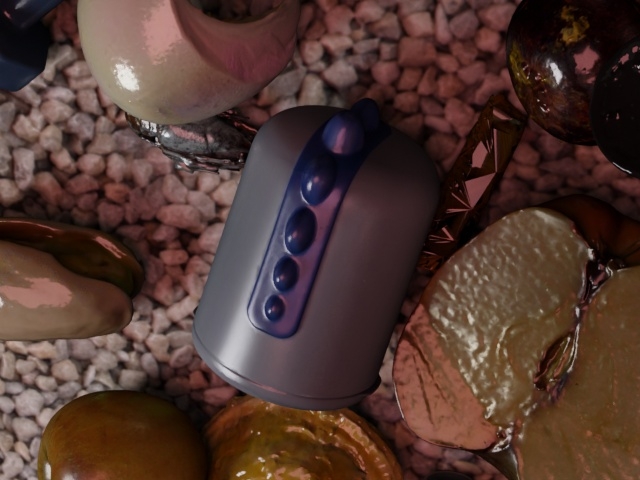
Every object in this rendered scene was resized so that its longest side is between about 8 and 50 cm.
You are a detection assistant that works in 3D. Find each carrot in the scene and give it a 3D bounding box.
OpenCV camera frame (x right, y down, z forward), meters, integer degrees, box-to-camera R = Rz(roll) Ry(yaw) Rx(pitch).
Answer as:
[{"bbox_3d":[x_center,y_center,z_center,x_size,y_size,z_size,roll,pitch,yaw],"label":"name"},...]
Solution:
[{"bbox_3d":[0.176,-0.065,1.570,0.069,0.069,0.228,29,113,4],"label":"carrot"}]

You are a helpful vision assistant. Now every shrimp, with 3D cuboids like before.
[{"bbox_3d":[-0.135,-0.120,1.633,0.233,0.079,0.090,20,75,2],"label":"shrimp"}]

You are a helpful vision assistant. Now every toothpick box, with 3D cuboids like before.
[{"bbox_3d":[0.000,0.000,1.535,0.263,0.263,0.354,22,112,7],"label":"toothpick box"}]

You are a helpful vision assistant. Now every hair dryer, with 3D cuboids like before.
[{"bbox_3d":[0.420,-0.183,1.372,0.156,0.320,0.284,6,89,35],"label":"hair dryer"}]

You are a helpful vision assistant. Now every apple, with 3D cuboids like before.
[{"bbox_3d":[0.279,0.139,1.500,0.329,0.295,0.365,14,112,-18],"label":"apple"},{"bbox_3d":[-0.262,0.310,1.745,0.208,0.237,0.237,-1,114,-23],"label":"apple"}]

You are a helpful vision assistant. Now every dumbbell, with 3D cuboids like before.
[{"bbox_3d":[-0.315,-0.320,1.570,0.325,0.144,0.160,-35,95,23],"label":"dumbbell"}]

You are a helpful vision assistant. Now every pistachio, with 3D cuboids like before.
[{"bbox_3d":[-0.378,0.062,1.719,0.288,0.166,0.197,11,135,7],"label":"pistachio"}]

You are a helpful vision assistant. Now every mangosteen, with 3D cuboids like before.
[{"bbox_3d":[0.312,-0.209,1.430,0.217,0.192,0.192,-28,102,-9],"label":"mangosteen"}]

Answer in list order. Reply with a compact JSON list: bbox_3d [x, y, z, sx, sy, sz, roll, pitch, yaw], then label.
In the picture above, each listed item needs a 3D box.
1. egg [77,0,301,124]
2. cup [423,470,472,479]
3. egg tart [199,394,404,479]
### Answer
[{"bbox_3d":[-0.158,-0.209,1.497,0.271,0.161,0.206,20,139,-33],"label":"egg"},{"bbox_3d":[0.153,0.349,1.716,0.100,0.078,0.077,2,106,-1],"label":"cup"},{"bbox_3d":[-0.044,0.345,1.745,0.319,0.128,0.319,5,109,16],"label":"egg tart"}]
